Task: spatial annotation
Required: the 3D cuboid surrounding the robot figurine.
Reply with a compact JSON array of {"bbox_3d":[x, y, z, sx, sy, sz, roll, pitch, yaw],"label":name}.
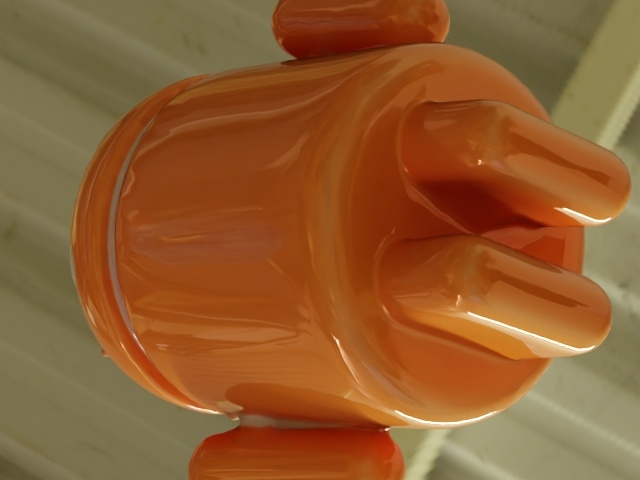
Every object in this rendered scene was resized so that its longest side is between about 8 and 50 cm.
[{"bbox_3d":[-0.001,0.002,0.670,0.128,0.219,0.158,-30,-72,-37],"label":"robot figurine"}]
